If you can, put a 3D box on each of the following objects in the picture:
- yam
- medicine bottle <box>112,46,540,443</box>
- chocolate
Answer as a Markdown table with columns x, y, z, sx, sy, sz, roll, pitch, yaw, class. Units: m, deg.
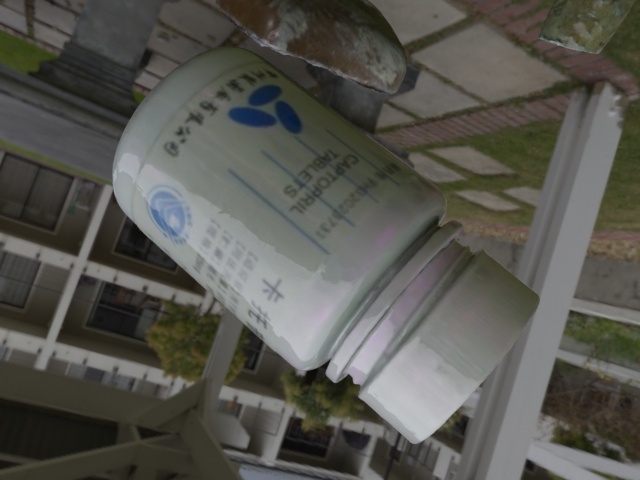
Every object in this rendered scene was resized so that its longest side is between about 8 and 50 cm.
| x | y | z | sx | sy | sz | roll | pitch | yaw | class |
| --- | --- | --- | --- | --- | --- | --- | --- | --- | --- |
| 0.419 | -0.371 | 0.891 | 0.107 | 0.194 | 0.107 | 26 | -164 | -8 | yam |
| 0.000 | 0.000 | 0.446 | 0.293 | 0.170 | 0.170 | 39 | 179 | 13 | medicine bottle |
| 0.006 | -0.263 | 0.707 | 0.254 | 0.080 | 0.157 | 4 | -143 | -44 | chocolate |
